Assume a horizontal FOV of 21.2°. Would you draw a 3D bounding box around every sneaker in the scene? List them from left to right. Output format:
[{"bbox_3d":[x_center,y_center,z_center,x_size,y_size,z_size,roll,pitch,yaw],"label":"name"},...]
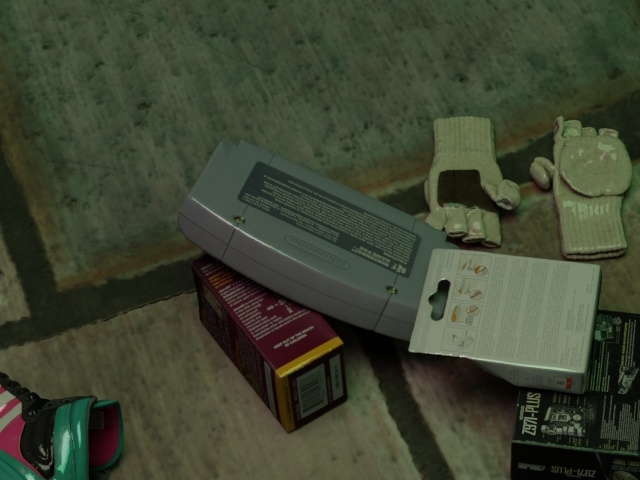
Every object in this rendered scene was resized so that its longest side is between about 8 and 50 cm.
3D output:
[{"bbox_3d":[-0.296,0.186,1.761,0.178,0.123,0.295,-14,47,-11],"label":"sneaker"}]

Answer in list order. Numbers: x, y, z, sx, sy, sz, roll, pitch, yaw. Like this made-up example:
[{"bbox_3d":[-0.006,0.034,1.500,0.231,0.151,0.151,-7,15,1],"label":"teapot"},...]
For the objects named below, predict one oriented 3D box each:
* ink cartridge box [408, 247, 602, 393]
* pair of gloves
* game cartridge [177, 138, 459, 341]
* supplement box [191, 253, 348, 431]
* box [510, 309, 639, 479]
[{"bbox_3d":[0.192,0.082,1.760,0.179,0.045,0.145,5,50,14],"label":"ink cartridge box"},{"bbox_3d":[0.240,-0.071,1.982,0.240,0.042,0.204,4,51,7],"label":"pair of gloves"},{"bbox_3d":[0.000,0.000,1.840,0.297,0.062,0.198,25,34,-1],"label":"game cartridge"},{"bbox_3d":[-0.055,0.096,1.827,0.081,0.104,0.188,-27,53,-18],"label":"supplement box"},{"bbox_3d":[0.278,0.163,1.759,0.147,0.077,0.180,5,51,9],"label":"box"}]
